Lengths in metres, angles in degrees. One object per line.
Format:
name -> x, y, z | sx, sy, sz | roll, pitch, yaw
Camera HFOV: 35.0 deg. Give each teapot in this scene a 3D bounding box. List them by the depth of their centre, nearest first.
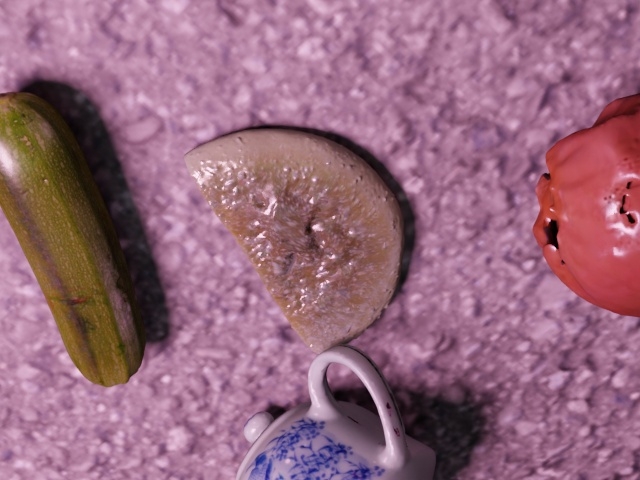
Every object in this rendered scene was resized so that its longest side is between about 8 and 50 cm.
teapot -> -0.003, 0.181, 0.770 | 0.159, 0.159, 0.232 | 17, 123, -12

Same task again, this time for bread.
bread -> 0.002, -0.004, 0.702 | 0.112, 0.036, 0.193 | -25, 121, 13

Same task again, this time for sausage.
sausage -> 0.276, -0.025, 0.630 | 0.280, 0.152, 0.152 | -2, 123, 0

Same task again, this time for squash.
squash -> -0.171, 0.003, 0.686 | 0.066, 0.066, 0.228 | -10, 123, 5
